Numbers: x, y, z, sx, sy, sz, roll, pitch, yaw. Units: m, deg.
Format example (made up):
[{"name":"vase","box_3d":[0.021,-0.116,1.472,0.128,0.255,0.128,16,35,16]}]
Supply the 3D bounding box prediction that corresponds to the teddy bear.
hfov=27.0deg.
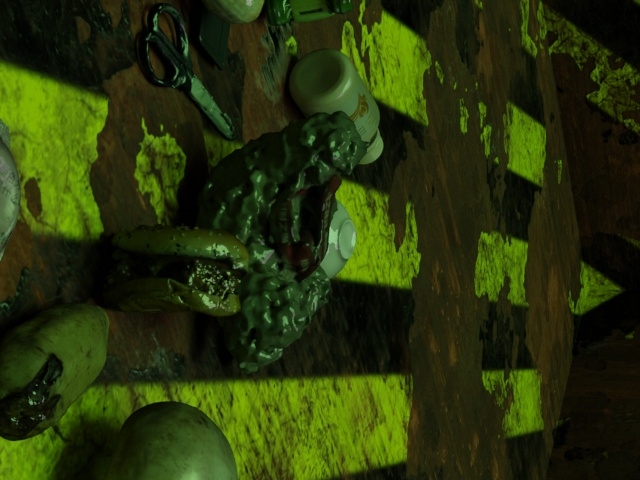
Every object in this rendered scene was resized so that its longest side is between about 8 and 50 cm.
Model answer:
[{"name":"teddy bear","box_3d":[-0.053,0.028,1.901,0.367,0.224,0.357,62,42,-61]}]

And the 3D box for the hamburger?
[{"name":"hamburger","box_3d":[-0.181,0.036,1.649,0.185,0.177,0.113,-179,-91,-69]}]

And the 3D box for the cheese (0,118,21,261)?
[{"name":"cheese","box_3d":[-0.366,-0.008,1.301,0.189,0.074,0.286,56,44,-54]}]

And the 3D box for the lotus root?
[{"name":"lotus root","box_3d":[-0.300,0.139,1.442,0.258,0.097,0.110,-48,142,-69]}]

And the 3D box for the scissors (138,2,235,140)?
[{"name":"scissors","box_3d":[-0.174,-0.212,1.837,0.300,0.022,0.109,53,46,-57]}]

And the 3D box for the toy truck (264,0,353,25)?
[{"name":"toy truck","box_3d":[-0.029,-0.434,2.052,0.210,0.148,0.187,-95,173,-55]}]

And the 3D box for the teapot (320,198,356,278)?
[{"name":"teapot","box_3d":[0.000,0.000,2.187,0.226,0.092,0.145,-45,131,-56]}]

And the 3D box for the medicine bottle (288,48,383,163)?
[{"name":"medicine bottle","box_3d":[0.038,-0.213,2.238,0.252,0.114,0.114,51,44,-58]}]

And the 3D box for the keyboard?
[{"name":"keyboard","box_3d":[-0.141,-0.336,1.897,0.103,0.041,0.381,48,39,-63]}]

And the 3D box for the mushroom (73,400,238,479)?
[{"name":"mushroom","box_3d":[-0.191,0.307,1.590,0.255,0.184,0.255,-2,90,-70]}]

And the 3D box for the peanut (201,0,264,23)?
[{"name":"peanut","box_3d":[-0.150,-0.360,1.769,0.207,0.087,0.087,37,54,-43]}]
